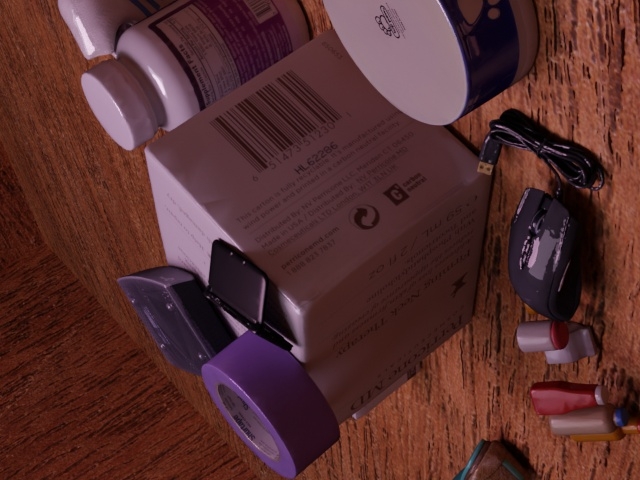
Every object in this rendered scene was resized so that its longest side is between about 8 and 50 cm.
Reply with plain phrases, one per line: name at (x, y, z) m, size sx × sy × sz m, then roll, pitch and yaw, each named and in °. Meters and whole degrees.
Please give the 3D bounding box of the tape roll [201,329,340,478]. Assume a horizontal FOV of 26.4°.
tape roll at (-0.065, 0.212, 1.773) m, size 0.189 × 0.080 × 0.189 m, roll 44°, pitch 159°, yaw 22°

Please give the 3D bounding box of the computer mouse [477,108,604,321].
computer mouse at (0.237, -0.024, 1.621) m, size 0.184 × 0.060 × 0.262 m, roll 42°, pitch 145°, yaw 36°

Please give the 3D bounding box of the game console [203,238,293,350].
game console at (-0.083, 0.067, 1.672) m, size 0.107 × 0.071 × 0.122 m, roll 33°, pitch -179°, yaw -44°

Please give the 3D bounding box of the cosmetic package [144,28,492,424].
cosmetic package at (0.000, 0.000, 1.878) m, size 0.327 × 0.329 × 0.393 m, roll 44°, pitch 159°, yaw 25°

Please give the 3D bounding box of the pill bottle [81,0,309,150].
pill bottle at (-0.178, -0.255, 1.919) m, size 0.169 × 0.301 × 0.169 m, roll 47°, pitch 159°, yaw 24°

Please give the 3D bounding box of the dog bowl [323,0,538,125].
dog bowl at (0.113, -0.264, 1.518) m, size 0.265 × 0.104 × 0.265 m, roll 47°, pitch 159°, yaw 24°

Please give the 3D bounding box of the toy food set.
toy food set at (0.330, 0.164, 1.726) m, size 0.104 × 0.111 × 0.232 m, roll -8°, pitch 108°, yaw 35°

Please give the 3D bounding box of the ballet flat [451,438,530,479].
ballet flat at (0.278, 0.429, 2.297) m, size 0.124 × 0.116 × 0.342 m, roll 32°, pitch 153°, yaw 7°

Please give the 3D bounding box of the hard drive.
hard drive at (-0.203, 0.112, 1.955) m, size 0.172 × 0.054 × 0.255 m, roll 59°, pitch 160°, yaw -12°

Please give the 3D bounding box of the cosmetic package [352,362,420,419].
cosmetic package at (0.054, 0.165, 2.290) m, size 0.184 × 0.151 × 0.151 m, roll 43°, pitch 158°, yaw 31°

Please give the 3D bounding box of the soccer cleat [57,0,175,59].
soccer cleat at (-0.281, -0.337, 2.052) m, size 0.116 × 0.331 × 0.143 m, roll -17°, pitch 94°, yaw 27°
